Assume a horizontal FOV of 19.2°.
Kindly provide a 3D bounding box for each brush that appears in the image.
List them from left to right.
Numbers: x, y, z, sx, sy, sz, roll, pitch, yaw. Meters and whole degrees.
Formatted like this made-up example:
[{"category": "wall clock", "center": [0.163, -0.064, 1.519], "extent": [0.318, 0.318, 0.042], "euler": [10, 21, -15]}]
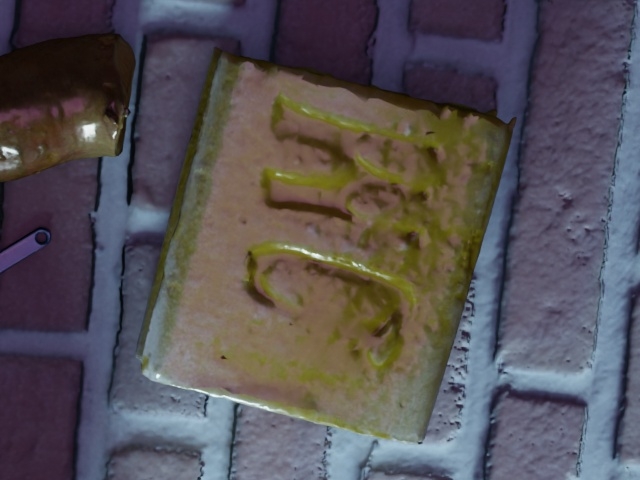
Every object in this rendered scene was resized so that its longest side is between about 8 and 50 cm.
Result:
[{"category": "brush", "center": [-0.336, 0.034, 1.856], "extent": [0.164, 0.014, 0.051], "euler": [-32, 98, -1]}]

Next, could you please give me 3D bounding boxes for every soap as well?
[{"category": "soap", "center": [0.000, 0.000, 1.808], "extent": [0.293, 0.156, 0.335], "euler": [16, 95, -10]}]

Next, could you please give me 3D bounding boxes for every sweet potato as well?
[{"category": "sweet potato", "center": [-0.339, -0.115, 1.787], "extent": [0.336, 0.131, 0.131], "euler": [-9, 96, -2]}]

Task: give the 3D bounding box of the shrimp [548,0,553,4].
[{"category": "shrimp", "center": [0.187, -0.304, 1.837], "extent": [0.065, 0.056, 0.165], "euler": [-35, 100, -6]}]
